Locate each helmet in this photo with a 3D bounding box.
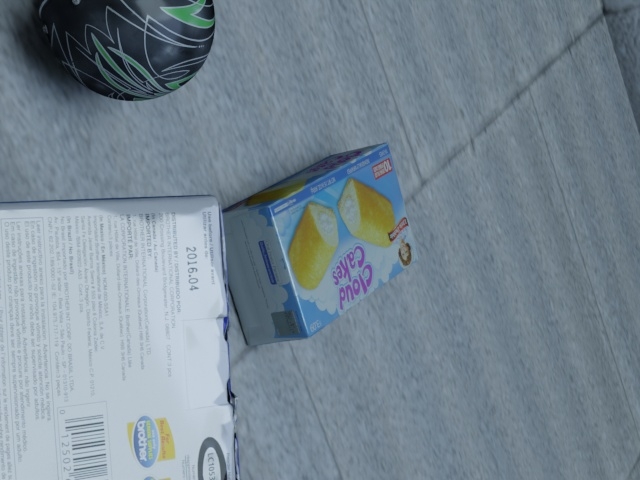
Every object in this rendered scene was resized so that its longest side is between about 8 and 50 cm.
[{"bbox_3d":[-0.178,-0.210,1.280,0.169,0.169,0.161,43,32,-42],"label":"helmet"}]

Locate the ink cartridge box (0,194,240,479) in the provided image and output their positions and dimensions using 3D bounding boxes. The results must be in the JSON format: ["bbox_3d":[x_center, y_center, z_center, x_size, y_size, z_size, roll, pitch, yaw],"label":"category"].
[{"bbox_3d":[-0.214,0.105,1.053,0.395,0.151,0.270,-3,90,-36],"label":"ink cartridge box"}]

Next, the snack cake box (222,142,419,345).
[{"bbox_3d":[0.000,0.000,1.551,0.264,0.089,0.152,-32,108,-53],"label":"snack cake box"}]
